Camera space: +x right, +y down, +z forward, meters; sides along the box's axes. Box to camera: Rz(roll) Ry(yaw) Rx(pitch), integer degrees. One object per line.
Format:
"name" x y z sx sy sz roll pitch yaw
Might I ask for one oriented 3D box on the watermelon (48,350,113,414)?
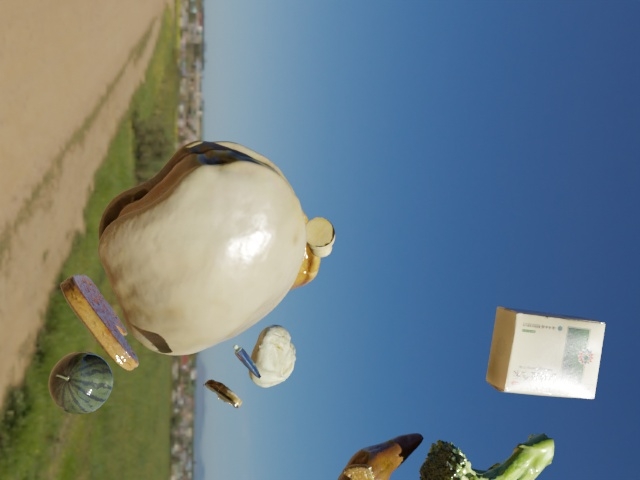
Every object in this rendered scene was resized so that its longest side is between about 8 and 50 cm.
"watermelon" -0.405 0.236 1.412 0.133 0.105 0.105 47 39 -71

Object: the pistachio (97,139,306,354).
"pistachio" -0.221 0.023 1.545 0.446 0.365 0.281 -59 -158 26

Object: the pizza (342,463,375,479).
"pizza" 0.097 0.535 1.930 0.078 0.083 0.025 55 41 -22

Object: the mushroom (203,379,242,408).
"mushroom" -0.165 0.256 1.422 0.101 0.019 0.049 17 -34 49

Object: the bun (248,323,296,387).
"bun" -0.119 0.318 2.302 0.183 0.102 0.184 16 90 -72

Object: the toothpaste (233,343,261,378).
"toothpaste" -0.143 0.238 1.662 0.083 0.019 0.027 52 0 -7

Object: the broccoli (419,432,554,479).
"broccoli" 0.434 0.636 2.271 0.397 0.353 0.274 -54 -139 -3

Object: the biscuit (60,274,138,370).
"biscuit" -0.526 0.197 2.029 0.262 0.052 0.277 54 -6 -5

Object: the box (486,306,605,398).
"box" 0.467 0.235 1.761 0.095 0.211 0.168 -159 -104 -74

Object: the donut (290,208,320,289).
"donut" -0.095 0.014 1.964 0.226 0.113 0.227 35 -48 49

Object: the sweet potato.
"sweet potato" 0.126 0.598 2.204 0.112 0.359 0.112 28 -42 29

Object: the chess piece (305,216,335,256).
"chess piece" 0.000 0.000 1.752 0.122 0.066 0.066 80 7 -73
